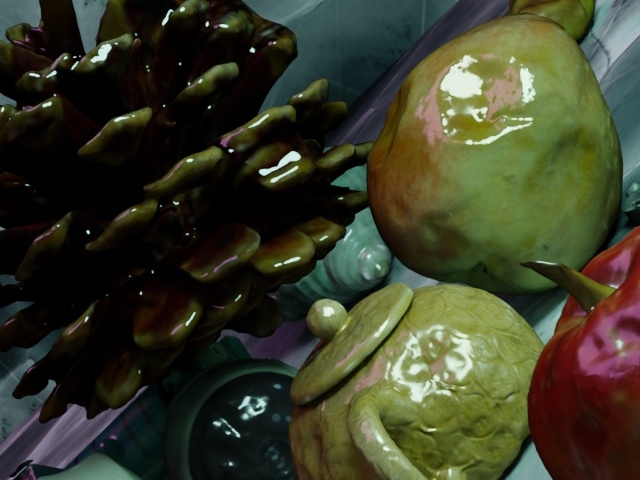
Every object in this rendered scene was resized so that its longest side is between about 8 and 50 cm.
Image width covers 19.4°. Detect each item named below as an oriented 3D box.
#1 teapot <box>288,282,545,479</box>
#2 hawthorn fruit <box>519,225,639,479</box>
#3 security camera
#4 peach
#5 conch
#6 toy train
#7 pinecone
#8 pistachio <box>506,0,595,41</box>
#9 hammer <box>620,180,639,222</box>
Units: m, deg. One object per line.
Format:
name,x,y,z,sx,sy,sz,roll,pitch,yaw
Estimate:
teapot,0.052,0.108,1.346,0.203,0.167,0.311,-43,9,14
hawthorn fruit,0.175,0.062,0.853,0.179,0.200,0.179,-50,4,5
security camera,-0.102,0.216,1.591,0.277,0.197,0.191,-40,4,-16
peach,0.152,-0.073,1.538,0.214,0.214,0.236,-169,97,-80
conch,0.000,0.000,2.156,0.277,0.195,0.220,18,83,55
toy train,-0.159,0.211,1.770,0.298,0.120,0.194,-44,-30,14
pinecone,-0.169,-0.042,1.617,0.398,0.398,0.398,-45,8,8
pistachio,0.278,-0.273,2.299,0.189,0.100,0.110,-72,4,-53
hammer,0.306,-0.071,1.469,0.182,0.017,0.062,-40,11,31
